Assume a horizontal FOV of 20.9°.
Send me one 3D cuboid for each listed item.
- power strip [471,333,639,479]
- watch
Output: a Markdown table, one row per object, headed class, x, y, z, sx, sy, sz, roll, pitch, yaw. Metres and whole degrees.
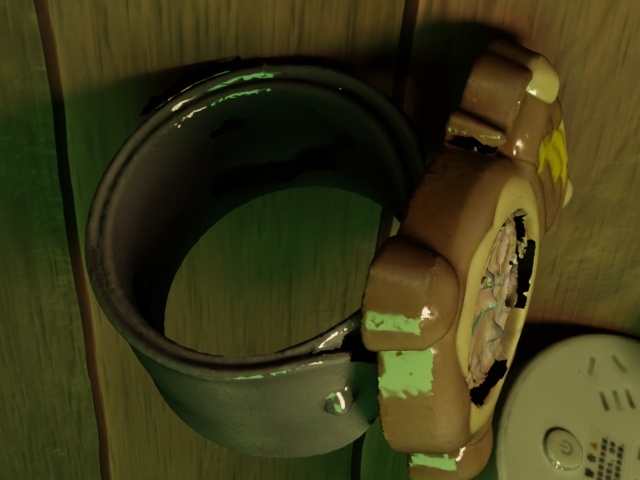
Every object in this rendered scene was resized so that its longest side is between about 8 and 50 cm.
| class | x | y | z | sx | sy | sz | roll | pitch | yaw |
| --- | --- | --- | --- | --- | --- | --- | --- | --- | --- |
| power strip | 0.279 | 0.271 | 1.655 | 0.357 | 0.357 | 0.161 | 20 | 143 | -21 |
| watch | 0.000 | 0.000 | 1.383 | 0.327 | 0.335 | 0.314 | 14 | 154 | 20 |
